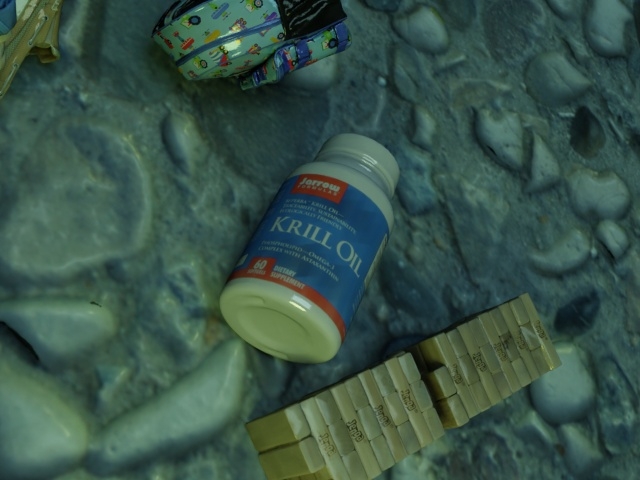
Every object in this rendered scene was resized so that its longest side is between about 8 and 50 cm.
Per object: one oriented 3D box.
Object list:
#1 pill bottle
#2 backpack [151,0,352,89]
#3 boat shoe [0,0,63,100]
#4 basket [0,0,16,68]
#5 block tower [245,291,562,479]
[{"bbox_3d":[0.000,0.000,0.781,0.124,0.124,0.221,36,56,-15],"label":"pill bottle"},{"bbox_3d":[-0.077,-0.214,0.807,0.173,0.158,0.116,-30,106,-23],"label":"backpack"},{"bbox_3d":[-0.273,-0.196,0.737,0.072,0.068,0.190,43,63,-25],"label":"boat shoe"},{"bbox_3d":[-0.339,-0.199,0.534,0.255,0.289,0.201,44,54,17],"label":"basket"},{"bbox_3d":[0.095,0.154,0.798,0.335,0.097,0.091,-19,81,-34],"label":"block tower"}]
